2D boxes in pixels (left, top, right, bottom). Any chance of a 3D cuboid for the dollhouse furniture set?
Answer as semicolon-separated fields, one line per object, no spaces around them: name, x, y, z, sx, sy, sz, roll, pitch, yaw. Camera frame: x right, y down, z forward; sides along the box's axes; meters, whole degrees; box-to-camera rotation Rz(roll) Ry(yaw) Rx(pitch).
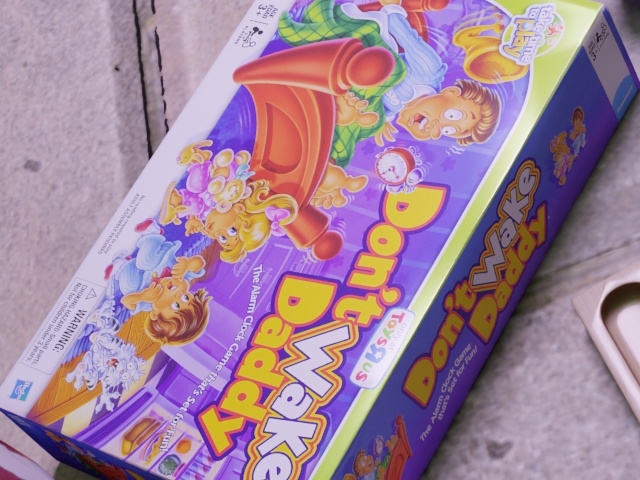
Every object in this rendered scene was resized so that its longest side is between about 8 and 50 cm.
dollhouse furniture set;0.196;0.004;0.860;0.151;0.123;0.144;-30;48;7

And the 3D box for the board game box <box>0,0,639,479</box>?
board game box;0.000;0.000;1.001;0.233;0.078;0.347;17;66;36

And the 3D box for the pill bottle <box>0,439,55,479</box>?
pill bottle;-0.257;0.157;0.787;0.224;0.392;0.224;-3;71;10
